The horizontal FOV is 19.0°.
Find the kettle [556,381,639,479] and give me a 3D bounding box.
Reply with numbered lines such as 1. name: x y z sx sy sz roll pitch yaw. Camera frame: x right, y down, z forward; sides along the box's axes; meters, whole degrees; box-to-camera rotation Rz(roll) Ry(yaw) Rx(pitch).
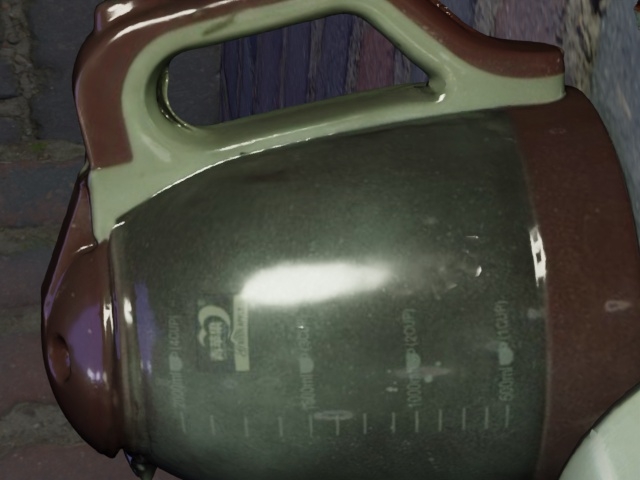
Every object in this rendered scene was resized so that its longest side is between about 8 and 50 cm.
1. kettle: 0.160 0.132 0.459 0.221 0.161 0.236 87 173 -46

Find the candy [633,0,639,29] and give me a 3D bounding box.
1. candy: 0.156 -0.141 0.813 0.175 0.043 0.045 95 158 -50

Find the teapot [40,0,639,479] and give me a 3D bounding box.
1. teapot: 0.000 0.000 1.055 0.233 0.312 0.315 -122 29 -70
